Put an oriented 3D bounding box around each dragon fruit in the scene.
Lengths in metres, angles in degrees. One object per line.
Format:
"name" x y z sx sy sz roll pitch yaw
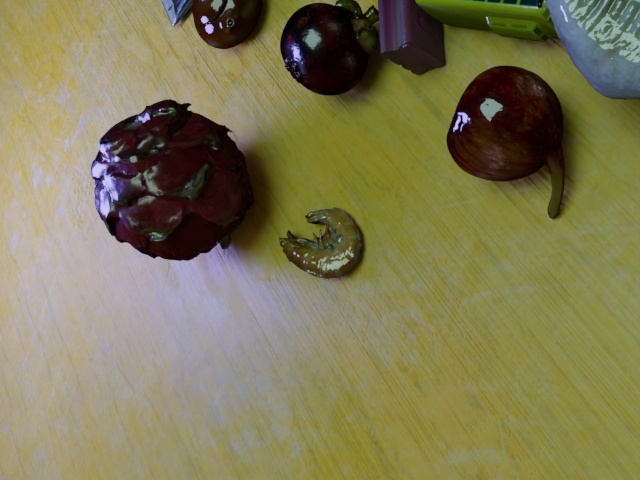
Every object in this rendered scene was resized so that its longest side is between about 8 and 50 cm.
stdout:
"dragon fruit" -0.294 -0.115 1.474 0.329 0.329 0.329 -10 75 38

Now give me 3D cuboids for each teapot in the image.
"teapot" -0.225 -0.527 1.626 0.178 0.135 0.252 -47 56 18

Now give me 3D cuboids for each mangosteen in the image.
"mangosteen" 0.025 -0.363 1.371 0.200 0.200 0.199 -10 75 38

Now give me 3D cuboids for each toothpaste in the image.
"toothpaste" -0.246 -0.660 1.718 0.392 0.061 0.098 -39 62 30

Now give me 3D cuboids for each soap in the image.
"soap" 0.154 -0.401 1.287 0.066 0.122 0.203 -12 74 39

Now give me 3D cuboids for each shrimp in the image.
"shrimp" 0.001 0.002 1.386 0.188 0.051 0.132 17 73 36

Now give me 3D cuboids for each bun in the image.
"bun" 0.460 -0.338 0.954 0.355 0.194 0.354 -2 84 25

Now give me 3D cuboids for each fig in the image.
"fig" 0.297 -0.155 1.102 0.207 0.175 0.175 38 106 23

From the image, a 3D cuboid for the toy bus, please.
"toy bus" 0.292 -0.399 1.167 0.262 0.128 0.150 24 97 42
